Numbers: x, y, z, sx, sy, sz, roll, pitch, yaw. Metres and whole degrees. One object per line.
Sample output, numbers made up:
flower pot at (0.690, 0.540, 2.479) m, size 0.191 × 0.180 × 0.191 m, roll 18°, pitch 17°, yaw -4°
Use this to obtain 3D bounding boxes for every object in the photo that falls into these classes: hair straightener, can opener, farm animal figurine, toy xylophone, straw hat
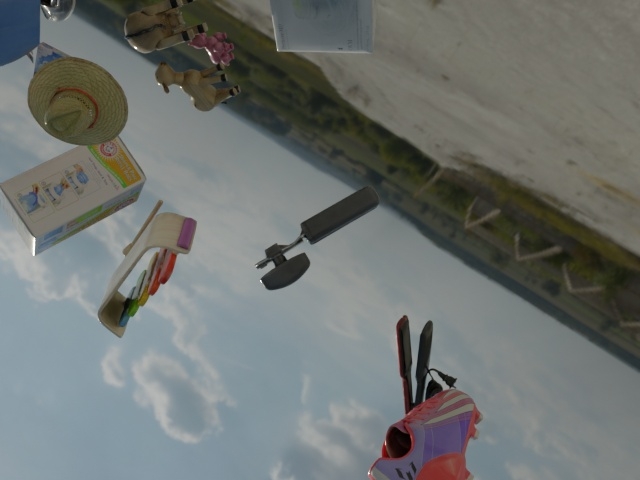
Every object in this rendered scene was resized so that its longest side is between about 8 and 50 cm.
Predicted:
hair straightener at (0.164, 0.228, 1.132) m, size 0.089 × 0.230 × 0.047 m, roll 6°, pitch -160°, yaw 27°
can opener at (0.000, 0.000, 1.452) m, size 0.095 × 0.283 × 0.076 m, roll 60°, pitch 178°, yaw 4°
farm animal figurine at (-0.328, -0.447, 1.607) m, size 0.327 × 0.172 × 0.330 m, roll -27°, pitch -78°, yaw -75°
toy xylophone at (-0.378, 0.049, 1.593) m, size 0.081 × 0.323 × 0.236 m, roll 31°, pitch -140°, yaw -20°
straw hat at (-0.340, -0.172, 1.001) m, size 0.144 × 0.144 × 0.061 m, roll 31°, pitch -147°, yaw -16°

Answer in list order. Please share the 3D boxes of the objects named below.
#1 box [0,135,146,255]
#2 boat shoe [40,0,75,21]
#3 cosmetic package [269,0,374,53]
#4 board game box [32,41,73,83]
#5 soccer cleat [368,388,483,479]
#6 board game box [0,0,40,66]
box at (-0.403, -0.078, 1.205) m, size 0.103 × 0.203 × 0.114 m, roll 56°, pitch 153°, yaw 2°
boat shoe at (-0.549, -0.541, 1.489) m, size 0.335 × 0.095 × 0.112 m, roll -25°, pitch 92°, yaw 58°
cosmetic package at (0.008, -0.534, 1.600) m, size 0.225 × 0.138 × 0.224 m, roll 4°, pitch 149°, yaw 7°
board game box at (-0.526, -0.334, 1.465) m, size 0.090 × 0.090 × 0.020 m, roll 27°, pitch -147°, yaw 4°
soccer cleat at (0.112, 0.207, 0.775) m, size 0.095 × 0.083 × 0.248 m, roll 33°, pitch -162°, yaw 4°
board game box at (-0.446, -0.276, 1.016) m, size 0.033 × 0.133 × 0.168 m, roll 78°, pitch 176°, yaw -52°
